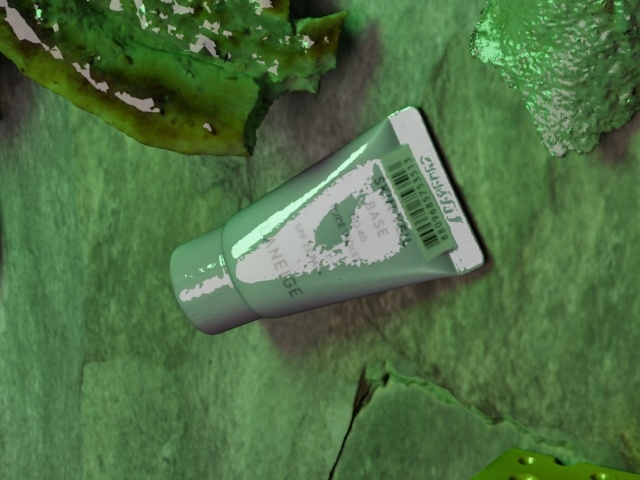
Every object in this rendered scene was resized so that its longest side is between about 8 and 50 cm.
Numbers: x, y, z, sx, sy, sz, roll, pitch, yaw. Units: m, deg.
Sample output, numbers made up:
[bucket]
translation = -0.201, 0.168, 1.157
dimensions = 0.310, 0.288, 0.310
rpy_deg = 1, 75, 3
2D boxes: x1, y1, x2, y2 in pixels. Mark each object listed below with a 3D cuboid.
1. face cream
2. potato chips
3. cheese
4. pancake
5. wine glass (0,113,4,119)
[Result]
[face cream]
translation = 0.000, 0.000, 1.625
dimensions = 0.273, 0.096, 0.154
rpy_deg = -23, 91, 24
[potato chips]
translation = 0.179, -0.190, 1.443
dimensions = 0.228, 0.059, 0.167
rpy_deg = 51, 137, 7
[cheese]
translation = 0.233, 0.236, 1.548
dimensions = 0.171, 0.093, 0.126
rpy_deg = -15, 96, 36
[pancake]
translation = -0.165, -0.258, 1.528
dimensions = 0.304, 0.067, 0.427
rpy_deg = -22, 90, -2
[wine glass]
translation = -0.359, -0.041, 1.854
dimensions = 0.066, 0.066, 0.198
rpy_deg = 23, 120, 25
